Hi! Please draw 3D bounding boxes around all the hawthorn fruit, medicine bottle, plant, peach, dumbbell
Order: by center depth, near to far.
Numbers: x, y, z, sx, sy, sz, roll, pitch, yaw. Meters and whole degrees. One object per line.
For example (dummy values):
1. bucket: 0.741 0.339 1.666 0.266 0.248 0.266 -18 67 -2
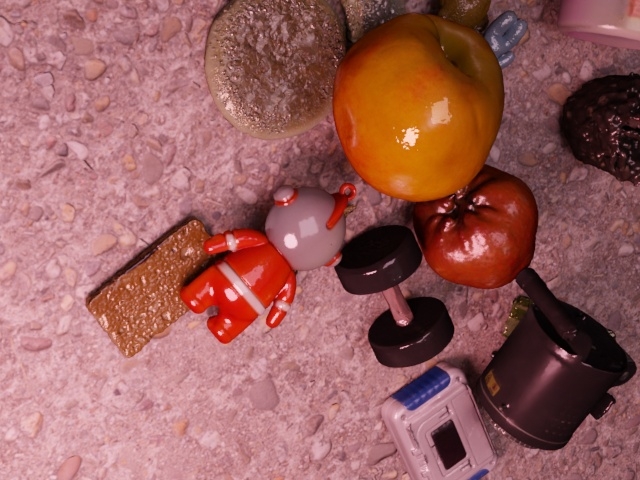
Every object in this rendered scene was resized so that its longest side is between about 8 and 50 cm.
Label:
1. peach: 0.150 -0.201 1.716 0.289 0.289 0.308 3 140 -29
2. dumbbell: 0.130 0.098 1.851 0.152 0.152 0.218 -34 115 -18
3. hawthorn fruit: 0.287 -0.010 1.891 0.224 0.224 0.261 -52 142 -9
4. medicine bottle: 0.570 -0.552 1.908 0.219 0.219 0.388 7 97 -30
5. plant: 0.584 -0.215 1.990 0.204 0.234 0.178 -41 123 -21

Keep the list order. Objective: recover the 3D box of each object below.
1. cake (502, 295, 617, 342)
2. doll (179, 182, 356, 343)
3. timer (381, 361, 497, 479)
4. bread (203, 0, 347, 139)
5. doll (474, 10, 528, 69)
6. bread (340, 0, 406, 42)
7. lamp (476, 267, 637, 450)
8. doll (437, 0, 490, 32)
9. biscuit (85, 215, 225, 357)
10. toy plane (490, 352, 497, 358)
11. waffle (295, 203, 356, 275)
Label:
1. cake: 0.467 0.184 2.126 0.235 0.099 0.100 21 93 -11
2. doll: -0.072 0.017 1.728 0.336 0.105 0.200 -42 117 -6
3. timer: 0.234 0.375 2.014 0.178 0.078 0.253 -33 115 -18
4. bread: -0.064 -0.293 1.718 0.267 0.040 0.267 -6 104 -27
5. doll: 0.285 -0.331 1.873 0.120 0.075 0.180 33 102 -21
6. bread: 0.098 -0.443 1.760 0.172 0.064 0.232 31 84 -32
7. lamp: 0.413 0.251 1.947 0.272 0.205 0.374 -46 136 13
8. doll: 0.262 -0.466 1.828 0.137 0.097 0.209 2 95 -35
9. biscuit: -0.258 0.074 1.703 0.231 0.025 0.131 -39 118 -17
10. toy plane: 0.367 0.240 2.084 0.083 0.031 0.078 26 101 -33
11. waffle: 0.000 0.000 1.830 0.153 0.023 0.097 -19 111 -24
